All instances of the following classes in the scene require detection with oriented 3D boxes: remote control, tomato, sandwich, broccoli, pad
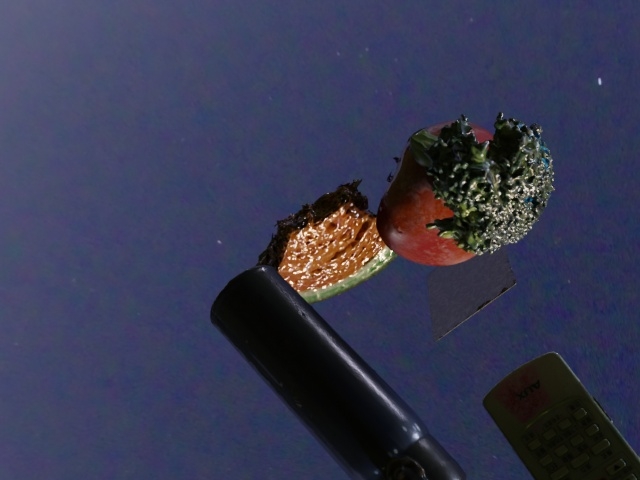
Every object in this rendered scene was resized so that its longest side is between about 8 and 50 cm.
[{"bbox_3d":[0.381,0.330,1.064,0.145,0.050,0.344,-36,-117,4],"label":"remote control"},{"bbox_3d":[0.157,-0.056,0.924,0.151,0.187,0.187,20,-103,7],"label":"tomato"},{"bbox_3d":[-0.007,0.007,1.006,0.235,0.159,0.079,-32,-135,-17],"label":"sandwich"},{"bbox_3d":[0.160,-0.066,0.770,0.167,0.155,0.160,-23,-141,-36],"label":"broccoli"},{"bbox_3d":[0.239,0.063,1.218,0.158,0.003,0.235,-39,-165,19],"label":"pad"}]

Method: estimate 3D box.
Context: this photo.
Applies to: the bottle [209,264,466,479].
[{"bbox_3d":[0.010,0.121,0.594,0.072,0.082,0.244,-46,-113,-2],"label":"bottle"}]
